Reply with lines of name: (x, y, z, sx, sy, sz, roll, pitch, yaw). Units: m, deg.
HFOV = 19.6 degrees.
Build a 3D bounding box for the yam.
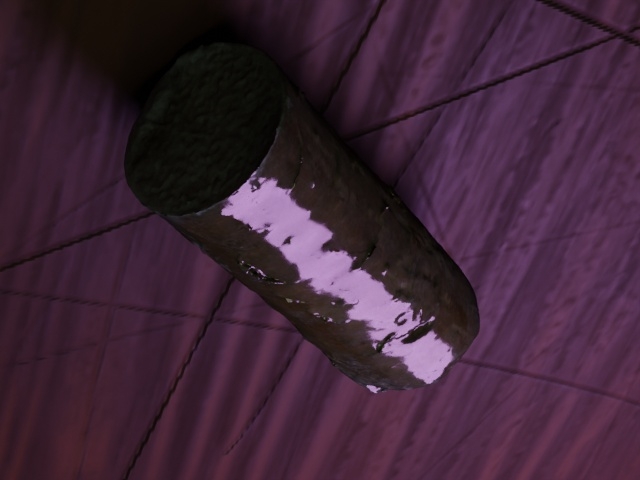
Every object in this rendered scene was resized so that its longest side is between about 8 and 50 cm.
yam: (0.000, 0.000, 0.915, 0.093, 0.093, 0.259, -32, 144, 10)
